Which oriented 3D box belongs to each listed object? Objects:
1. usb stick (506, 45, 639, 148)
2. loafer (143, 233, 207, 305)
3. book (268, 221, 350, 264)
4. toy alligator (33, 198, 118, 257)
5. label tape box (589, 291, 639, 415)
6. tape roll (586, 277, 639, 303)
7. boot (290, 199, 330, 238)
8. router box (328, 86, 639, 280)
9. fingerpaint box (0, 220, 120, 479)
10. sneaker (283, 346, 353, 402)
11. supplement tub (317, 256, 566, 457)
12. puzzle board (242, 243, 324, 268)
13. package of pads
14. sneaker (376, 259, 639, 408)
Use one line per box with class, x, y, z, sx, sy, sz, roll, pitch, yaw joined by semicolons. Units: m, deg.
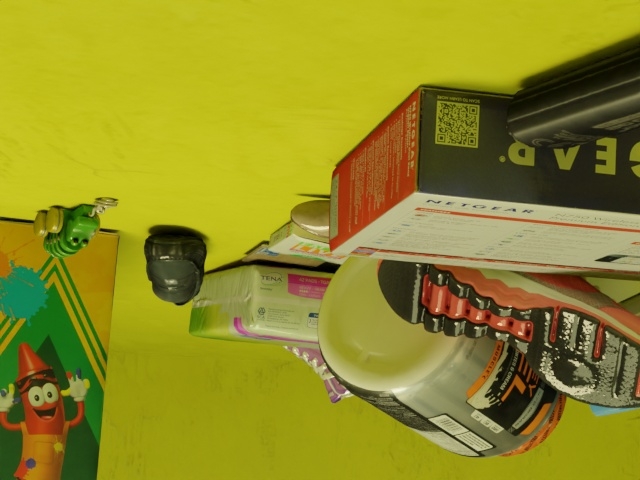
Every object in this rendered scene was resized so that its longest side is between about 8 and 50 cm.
usb stick;0.219;-0.101;0.887;0.077;0.045;0.278;0;173;-27
loafer;-0.179;0.038;1.752;0.076;0.078;0.223;3;170;0
book;0.000;0.000;1.622;0.096;0.035;0.144;9;171;-11
toy alligator;-0.277;-0.010;1.582;0.056;0.051;0.189;9;169;-31
label tape box;0.450;0.068;1.516;0.347;0.115;0.249;-26;171;-4
tape roll;0.315;0.095;1.859;0.286;0.100;0.286;3;170;0
boot;0.036;-0.031;1.404;0.118;0.042;0.087;5;164;-14
router box;0.201;-0.034;1.174;0.335;0.082;0.301;5;170;-11
fingerpaint box;-0.395;0.191;1.861;0.163;0.371;0.445;7;169;-18
sneaker;-0.014;0.192;2.378;0.282;0.161;0.102;3;172;11
supplement tub;0.151;0.131;1.591;0.193;0.194;0.316;-3;157;32
puzzle board;-0.041;0.018;1.794;0.096;0.011;0.128;7;169;-13
package of pads;-0.034;0.096;1.973;0.229;0.101;0.296;7;173;-21
sneaker;0.218;0.047;1.367;0.314;0.136;0.116;24;140;17
